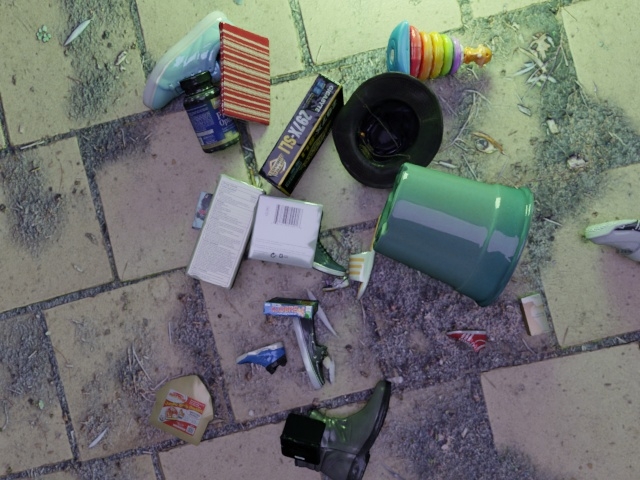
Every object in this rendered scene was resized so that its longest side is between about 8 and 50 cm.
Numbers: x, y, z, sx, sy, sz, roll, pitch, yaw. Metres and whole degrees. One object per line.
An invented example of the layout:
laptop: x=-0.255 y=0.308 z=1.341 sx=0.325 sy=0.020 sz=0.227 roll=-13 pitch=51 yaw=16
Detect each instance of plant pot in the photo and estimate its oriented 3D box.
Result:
plant pot: x=0.336 y=-0.038 z=1.573 sx=0.333 sy=0.341 sz=0.341 roll=20 pitch=90 yaw=0

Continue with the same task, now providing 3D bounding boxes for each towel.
towel: x=-0.223 y=-0.489 z=1.730 sx=0.031 sy=0.198 sz=0.275 roll=-2 pitch=88 yaw=40

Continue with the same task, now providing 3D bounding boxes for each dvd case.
dvd case: x=-0.341 y=-0.084 z=1.803 sx=0.087 sy=0.013 sz=0.120 roll=15 pitch=91 yaw=5

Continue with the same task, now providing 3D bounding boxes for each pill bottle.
pill bottle: x=-0.328 y=-0.377 z=1.719 sx=0.122 sy=0.123 sz=0.219 roll=-19 pitch=112 yaw=4

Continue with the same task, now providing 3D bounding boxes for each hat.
hat: x=0.207 y=-0.317 z=1.703 sx=0.331 sy=0.134 sz=0.332 roll=5 pitch=103 yaw=20

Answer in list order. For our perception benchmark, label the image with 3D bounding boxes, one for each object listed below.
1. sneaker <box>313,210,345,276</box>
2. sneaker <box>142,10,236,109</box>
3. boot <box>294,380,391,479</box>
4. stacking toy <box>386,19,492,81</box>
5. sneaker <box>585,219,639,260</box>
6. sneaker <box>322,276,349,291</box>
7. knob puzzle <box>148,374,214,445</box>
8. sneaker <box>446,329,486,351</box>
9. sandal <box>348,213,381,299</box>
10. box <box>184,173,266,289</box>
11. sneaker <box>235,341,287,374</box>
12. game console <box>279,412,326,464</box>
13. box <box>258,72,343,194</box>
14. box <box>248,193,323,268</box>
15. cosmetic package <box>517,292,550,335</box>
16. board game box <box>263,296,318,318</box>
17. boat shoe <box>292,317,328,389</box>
sneaker: x=-0.001 y=0.000 z=1.739 sx=0.226 sy=0.086 sz=0.164 roll=28 pitch=94 yaw=6
sneaker: x=-0.375 y=-0.513 z=1.757 sx=0.150 sy=0.135 sz=0.366 roll=42 pitch=93 yaw=7
boot: x=0.062 y=0.538 z=1.714 sx=0.222 sy=0.118 sz=0.338 roll=21 pitch=82 yaw=15
stacking toy: x=0.353 y=-0.539 z=1.705 sx=0.301 sy=0.166 sz=0.175 roll=-3 pitch=97 yaw=-7
sneaker: x=0.929 y=0.054 z=1.639 sx=0.365 sy=0.137 sz=0.210 roll=3 pitch=86 yaw=1
sneaker: x=0.044 y=0.132 z=1.764 sx=0.083 sy=0.032 sz=0.037 roll=-14 pitch=74 yaw=-1
knob puzzle: x=-0.411 y=0.500 z=1.786 sx=0.213 sy=0.030 sz=0.213 roll=0 pitch=89 yaw=5
sneaker: x=0.428 y=0.295 z=1.720 sx=0.118 sy=0.042 sz=0.067 roll=0 pitch=85 yaw=2
sandal: x=0.126 y=0.043 z=1.728 sx=0.076 sy=0.102 sz=0.266 roll=15 pitch=81 yaw=6
box: x=-0.276 y=-0.025 z=1.735 sx=0.147 sy=0.121 sz=0.311 roll=21 pitch=90 yaw=-4
sneaker: x=-0.174 y=0.367 z=1.757 sx=0.152 sy=0.058 sz=0.085 roll=-18 pitch=79 yaw=-3
game console: x=-0.048 y=0.575 z=1.697 sx=0.122 sy=0.071 sz=0.107 roll=7 pitch=116 yaw=22
box: x=-0.047 y=-0.289 z=1.665 sx=0.079 sy=0.257 sz=0.322 roll=32 pitch=90 yaw=5
box: x=-0.098 y=-0.027 z=1.631 sx=0.180 sy=0.119 sz=0.182 roll=10 pitch=93 yaw=-4
cosmetic package: x=0.622 y=0.215 z=1.708 sx=0.060 sy=0.041 sz=0.115 roll=-16 pitch=87 yaw=3
board game box: x=-0.080 y=0.191 z=1.682 sx=0.136 sy=0.201 sz=0.035 roll=4 pitch=89 yaw=4
boat shoe: x=-0.016 y=0.323 z=1.741 sx=0.076 sy=0.080 sz=0.229 roll=-18 pitch=80 yaw=5
